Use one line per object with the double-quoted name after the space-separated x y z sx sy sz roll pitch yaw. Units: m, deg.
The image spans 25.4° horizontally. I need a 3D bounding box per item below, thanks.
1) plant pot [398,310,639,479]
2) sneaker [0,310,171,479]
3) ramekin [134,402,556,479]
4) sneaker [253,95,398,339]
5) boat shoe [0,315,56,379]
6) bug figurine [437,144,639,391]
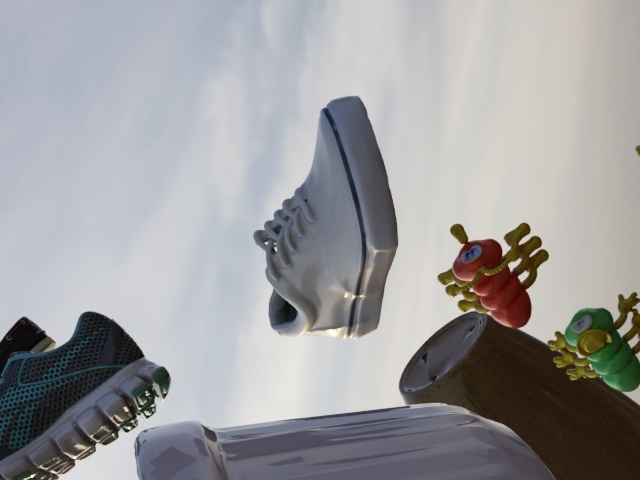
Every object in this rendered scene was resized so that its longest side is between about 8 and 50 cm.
0.204 0.202 1.451 0.254 0.237 0.237 45 -148 -13 "plant pot"
-0.173 0.104 0.845 0.076 0.166 0.065 54 171 21 "sneaker"
0.032 0.181 0.482 0.273 0.127 0.273 165 90 -82 "ramekin"
0.000 0.000 1.036 0.258 0.091 0.094 91 163 -52 "sneaker"
-0.297 0.123 1.269 0.133 0.042 0.049 -46 -8 -22 "boat shoe"
0.243 0.014 1.126 0.216 0.279 0.072 47 -163 -24 "bug figurine"
